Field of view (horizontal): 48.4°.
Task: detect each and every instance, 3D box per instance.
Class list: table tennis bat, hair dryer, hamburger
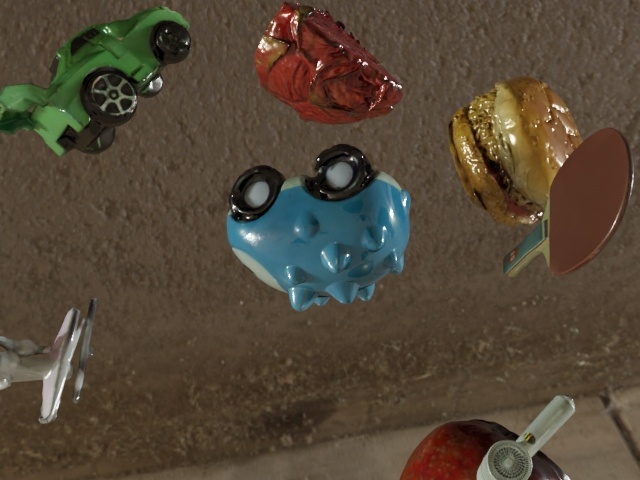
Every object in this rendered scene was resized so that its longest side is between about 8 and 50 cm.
[{"bbox_3d":[0.282,-0.022,0.835,0.021,0.154,0.274,13,153,-7],"label":"table tennis bat"},{"bbox_3d":[0.225,0.216,0.765,0.137,0.047,0.082,-41,155,-17],"label":"hair dryer"},{"bbox_3d":[0.320,-0.141,1.122,0.244,0.244,0.163,22,141,-31],"label":"hamburger"}]

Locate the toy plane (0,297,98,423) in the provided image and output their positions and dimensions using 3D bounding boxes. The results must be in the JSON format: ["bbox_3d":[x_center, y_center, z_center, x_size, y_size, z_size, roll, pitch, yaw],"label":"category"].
[{"bbox_3d":[-0.247,0.115,0.419,0.107,0.182,0.273,27,156,-36],"label":"toy plane"}]

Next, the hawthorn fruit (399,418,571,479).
[{"bbox_3d":[0.191,0.352,0.889,0.215,0.215,0.250,29,80,-35],"label":"hawthorn fruit"}]

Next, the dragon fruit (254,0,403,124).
[{"bbox_3d":[0.036,-0.400,1.582,0.330,0.240,0.302,25,170,11],"label":"dragon fruit"}]

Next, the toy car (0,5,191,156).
[{"bbox_3d":[-0.389,-0.285,1.257,0.176,0.359,0.213,42,154,-16],"label":"toy car"}]

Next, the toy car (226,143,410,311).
[{"bbox_3d":[0.000,0.000,0.960,0.255,0.190,0.188,-10,154,17],"label":"toy car"}]
